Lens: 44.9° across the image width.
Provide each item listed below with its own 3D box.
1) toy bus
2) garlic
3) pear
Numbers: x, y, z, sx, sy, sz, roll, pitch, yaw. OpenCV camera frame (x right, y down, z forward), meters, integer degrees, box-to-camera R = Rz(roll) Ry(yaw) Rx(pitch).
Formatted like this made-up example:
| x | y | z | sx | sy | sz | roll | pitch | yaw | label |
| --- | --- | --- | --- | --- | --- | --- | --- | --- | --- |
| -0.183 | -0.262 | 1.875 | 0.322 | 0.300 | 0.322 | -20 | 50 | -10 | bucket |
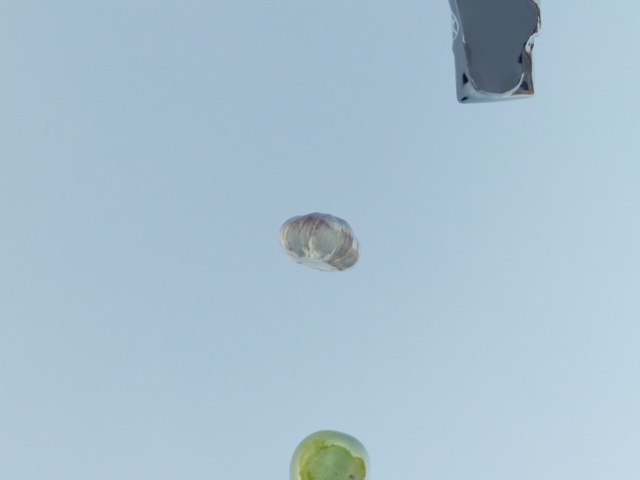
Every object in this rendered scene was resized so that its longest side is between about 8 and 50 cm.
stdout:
| x | y | z | sx | sy | sz | roll | pitch | yaw | label |
| --- | --- | --- | --- | --- | --- | --- | --- | --- | --- |
| 0.100 | -0.171 | 0.461 | 0.057 | 0.072 | 0.172 | -3 | -67 | 15 | toy bus |
| 0.000 | 0.000 | 1.461 | 0.159 | 0.147 | 0.102 | 17 | -110 | -10 | garlic |
| 0.010 | 0.507 | 1.635 | 0.180 | 0.166 | 0.216 | 45 | -133 | -3 | pear |
